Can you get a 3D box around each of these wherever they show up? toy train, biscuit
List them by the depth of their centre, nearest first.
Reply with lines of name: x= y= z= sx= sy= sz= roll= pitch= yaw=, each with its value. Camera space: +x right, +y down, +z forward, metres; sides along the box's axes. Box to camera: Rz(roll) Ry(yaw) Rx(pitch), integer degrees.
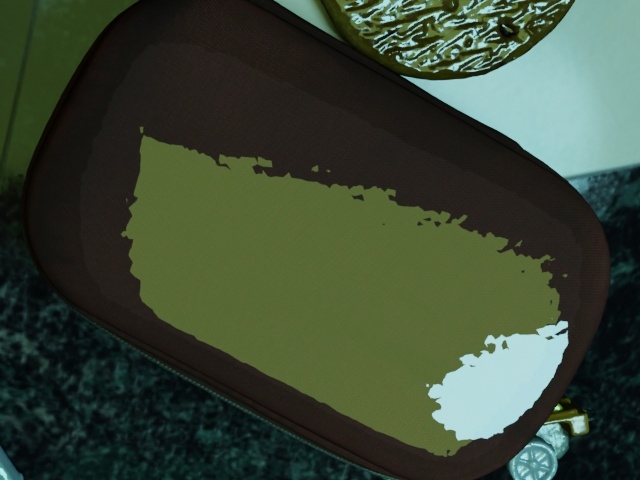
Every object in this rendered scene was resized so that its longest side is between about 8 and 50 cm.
biscuit: x=0.095 y=-0.218 z=0.623 sx=0.212 sy=0.036 sz=0.212 roll=-1 pitch=106 yaw=-5
toy train: x=0.118 y=0.134 z=0.704 sx=0.219 sy=0.089 sz=0.127 roll=-7 pitch=97 yaw=-4

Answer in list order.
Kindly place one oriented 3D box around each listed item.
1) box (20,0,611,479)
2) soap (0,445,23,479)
box: x=0.000 y=0.000 z=0.603 sx=0.404 sy=0.108 sz=0.263 roll=30 pitch=88 yaw=-4
soap: x=-0.290 y=0.210 z=0.647 sx=0.091 sy=0.145 sz=0.230 roll=-27 pitch=107 yaw=2
